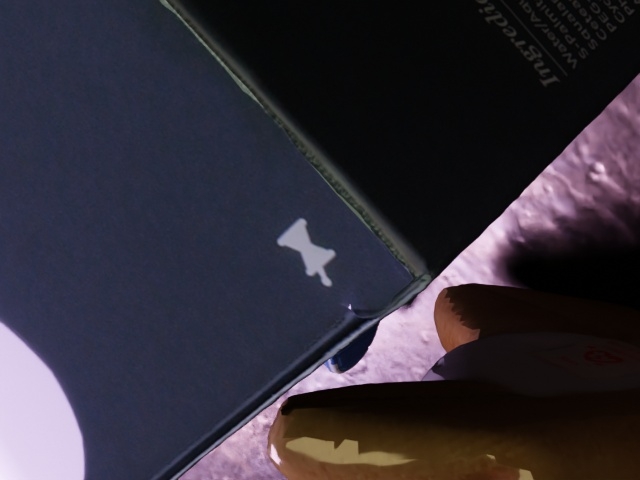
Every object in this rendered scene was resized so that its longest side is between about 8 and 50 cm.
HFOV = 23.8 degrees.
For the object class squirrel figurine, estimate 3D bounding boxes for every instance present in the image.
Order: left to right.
[{"bbox_3d":[0.177,0.246,0.855,0.397,0.281,0.370,6,104,16],"label":"squirrel figurine"}]

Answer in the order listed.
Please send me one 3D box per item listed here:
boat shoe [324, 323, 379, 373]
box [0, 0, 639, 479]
[{"bbox_3d":[0.000,0.000,1.015,0.066,0.066,0.183,15,118,36],"label":"boat shoe"},{"bbox_3d":[-0.002,-0.089,0.707,0.212,0.395,0.293,48,136,0],"label":"box"}]
